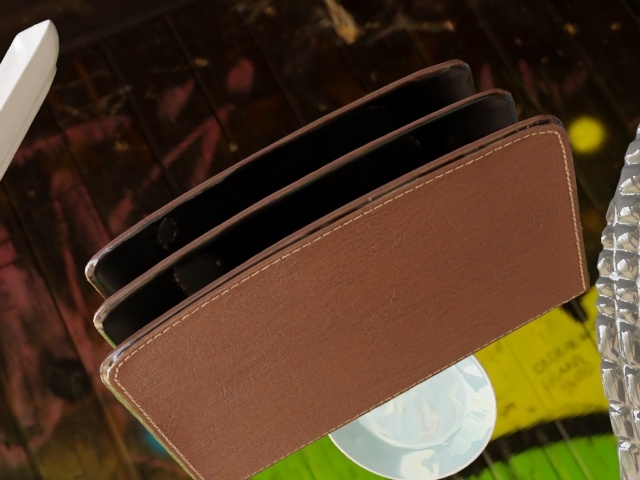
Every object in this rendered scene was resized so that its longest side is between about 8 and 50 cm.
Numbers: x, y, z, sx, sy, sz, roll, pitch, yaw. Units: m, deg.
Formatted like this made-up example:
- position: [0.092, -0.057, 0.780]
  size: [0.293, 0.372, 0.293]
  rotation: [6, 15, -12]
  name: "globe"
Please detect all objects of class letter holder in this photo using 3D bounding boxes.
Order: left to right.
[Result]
- position: [0.000, 0.000, 0.774]
  size: [0.302, 0.152, 0.214]
  rotation: [-29, -34, -2]
  name: "letter holder"

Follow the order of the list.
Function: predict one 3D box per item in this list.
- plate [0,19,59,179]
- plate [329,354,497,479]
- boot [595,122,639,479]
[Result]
- position: [-0.399, -0.131, 1.453]
  size: [0.277, 0.045, 0.278]
  rotation: [-64, 22, -5]
  name: "plate"
- position: [0.088, 0.164, 1.229]
  size: [0.188, 0.188, 0.024]
  rotation: [-37, 10, 24]
  name: "plate"
- position: [0.216, 0.068, 0.535]
  size: [0.223, 0.118, 0.338]
  rotation: [3, -79, -50]
  name: "boot"
